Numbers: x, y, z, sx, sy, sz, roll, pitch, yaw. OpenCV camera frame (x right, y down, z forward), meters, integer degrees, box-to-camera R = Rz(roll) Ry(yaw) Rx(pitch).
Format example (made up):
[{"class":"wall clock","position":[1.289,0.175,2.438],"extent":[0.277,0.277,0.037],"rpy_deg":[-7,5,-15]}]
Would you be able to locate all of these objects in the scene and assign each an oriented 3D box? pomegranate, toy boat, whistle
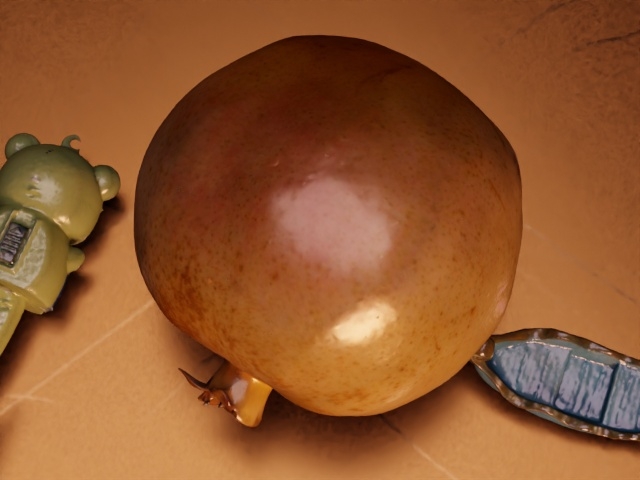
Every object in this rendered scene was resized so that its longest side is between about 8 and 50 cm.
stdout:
[{"class":"pomegranate","position":[0.000,0.000,1.495],"extent":[0.319,0.319,0.319],"rpy_deg":[0,74,0]},{"class":"toy boat","position":[0.206,0.114,1.567],"extent":[0.185,0.077,0.075],"rpy_deg":[18,76,5]},{"class":"whistle","position":[-0.249,0.011,1.591],"extent":[0.105,0.085,0.227],"rpy_deg":[21,74,6]}]
